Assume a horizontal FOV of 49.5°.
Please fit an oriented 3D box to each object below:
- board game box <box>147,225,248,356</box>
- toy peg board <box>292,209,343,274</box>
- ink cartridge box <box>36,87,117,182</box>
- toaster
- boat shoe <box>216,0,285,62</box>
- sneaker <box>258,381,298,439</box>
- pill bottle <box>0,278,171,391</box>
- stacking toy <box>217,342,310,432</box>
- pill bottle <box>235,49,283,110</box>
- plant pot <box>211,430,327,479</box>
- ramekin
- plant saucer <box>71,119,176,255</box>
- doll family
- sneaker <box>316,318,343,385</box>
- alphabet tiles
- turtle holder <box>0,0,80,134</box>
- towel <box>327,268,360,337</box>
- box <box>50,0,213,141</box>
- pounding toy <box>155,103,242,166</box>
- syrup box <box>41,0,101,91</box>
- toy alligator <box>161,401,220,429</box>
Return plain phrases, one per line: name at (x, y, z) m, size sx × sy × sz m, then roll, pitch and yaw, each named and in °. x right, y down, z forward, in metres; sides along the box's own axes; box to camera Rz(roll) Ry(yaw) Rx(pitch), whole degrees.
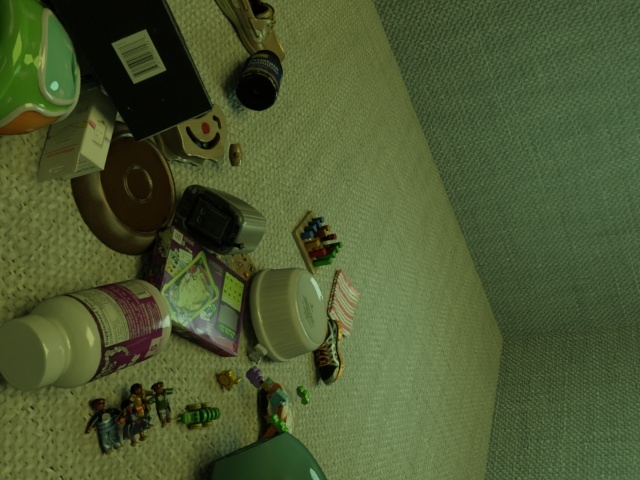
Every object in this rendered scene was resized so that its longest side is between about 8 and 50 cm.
board game box at (-0.287, 0.131, 1.649) m, size 0.347 × 0.056 × 0.208 m, roll 47°, pitch 39°, yaw -55°
toy peg board at (0.000, 0.000, 2.248) m, size 0.160 × 0.079 × 0.161 m, roll 67°, pitch 29°, yaw -21°
ink cartridge box at (-0.482, -0.194, 1.380) m, size 0.067 × 0.115 × 0.198 m, roll 42°, pitch 46°, yaw -50°
toaster at (-0.231, -0.044, 1.685) m, size 0.146 × 0.227 × 0.129 m, roll 3°, pitch 114°, yaw -64°
boat shoe at (-0.192, -0.664, 2.105) m, size 0.341 × 0.110 × 0.121 m, roll 47°, pitch 41°, yaw -45°
sneaker at (-0.098, 0.517, 1.856) m, size 0.121 × 0.099 × 0.262 m, roll 34°, pitch 52°, yaw -59°
pill bottle at (-0.430, 0.175, 1.279) m, size 0.301 × 0.169 × 0.169 m, roll -14°, pitch 92°, yaw -62°
stacking toy at (-0.139, 0.380, 1.773) m, size 0.221 × 0.052 × 0.167 m, roll 43°, pitch 30°, yaw 5°
pill bottle at (-0.175, -0.478, 2.038) m, size 0.219 × 0.123 × 0.122 m, roll -85°, pitch 151°, yaw -54°
plant pot at (-0.121, 0.585, 1.602) m, size 0.293 × 0.293 × 0.235 m, roll -4°, pitch 68°, yaw -62°
ramekin at (-0.079, 0.199, 1.939) m, size 0.273 × 0.127 × 0.272 m, roll -14°, pitch 90°, yaw -71°
plant saucer at (-0.419, -0.122, 1.546) m, size 0.311 × 0.050 × 0.310 m, roll 29°, pitch 56°, yaw -55°
doll family at (-0.383, 0.348, 1.406) m, size 0.193 × 0.076 × 0.111 m, roll -29°, pitch 110°, yaw -58°
sneaker at (0.017, 0.345, 2.162) m, size 0.083 × 0.084 × 0.214 m, roll 24°, pitch 54°, yaw -42°
alphabet tiles at (-0.247, 0.015, 1.856) m, size 0.237 × 0.009 × 0.198 m, roll 65°, pitch 30°, yaw -24°
turtle holder at (-0.551, -0.327, 1.200) m, size 0.227 × 0.243 × 0.320 m, roll 22°, pitch 34°, yaw -58°
towel at (0.080, 0.214, 2.370) m, size 0.144 × 0.029 × 0.197 m, roll 54°, pitch 36°, yaw -37°
box at (-0.385, -0.436, 1.381) m, size 0.343 × 0.179 × 0.312 m, roll 69°, pitch -3°, yaw -48°
pounding toy at (-0.280, -0.275, 1.746) m, size 0.269 × 0.155 × 0.154 m, roll 2°, pitch 82°, yaw -62°
syrup box at (-0.541, -0.400, 1.369) m, size 0.093 × 0.096 × 0.236 m, roll -47°, pitch 122°, yaw -59°
toy alligator at (-0.283, 0.404, 1.593) m, size 0.190 × 0.051 × 0.056 m, roll 14°, pitch 68°, yaw -60°
